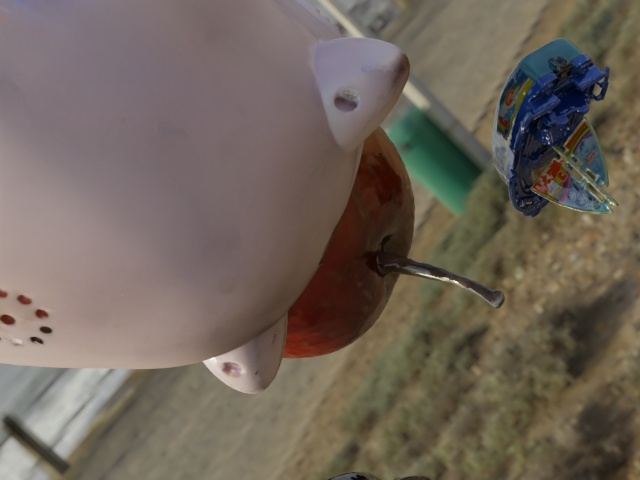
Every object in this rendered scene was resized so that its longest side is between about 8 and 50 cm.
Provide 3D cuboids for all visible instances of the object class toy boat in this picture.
[{"bbox_3d":[0.183,-0.060,1.170,0.091,0.110,0.175,-31,-26,-22],"label":"toy boat"}]

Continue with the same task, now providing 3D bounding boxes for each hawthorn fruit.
[{"bbox_3d":[-0.038,-0.009,1.208,0.231,0.263,0.235,-36,7,3],"label":"hawthorn fruit"}]

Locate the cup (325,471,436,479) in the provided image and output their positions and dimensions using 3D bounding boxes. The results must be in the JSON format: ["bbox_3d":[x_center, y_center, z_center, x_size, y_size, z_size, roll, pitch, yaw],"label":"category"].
[{"bbox_3d":[0.079,0.250,0.748,0.196,0.279,0.196,-38,-33,-32],"label":"cup"}]

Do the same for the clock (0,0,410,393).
[{"bbox_3d":[-0.166,-0.074,0.921,0.368,0.376,0.250,-66,-5,30],"label":"clock"}]
